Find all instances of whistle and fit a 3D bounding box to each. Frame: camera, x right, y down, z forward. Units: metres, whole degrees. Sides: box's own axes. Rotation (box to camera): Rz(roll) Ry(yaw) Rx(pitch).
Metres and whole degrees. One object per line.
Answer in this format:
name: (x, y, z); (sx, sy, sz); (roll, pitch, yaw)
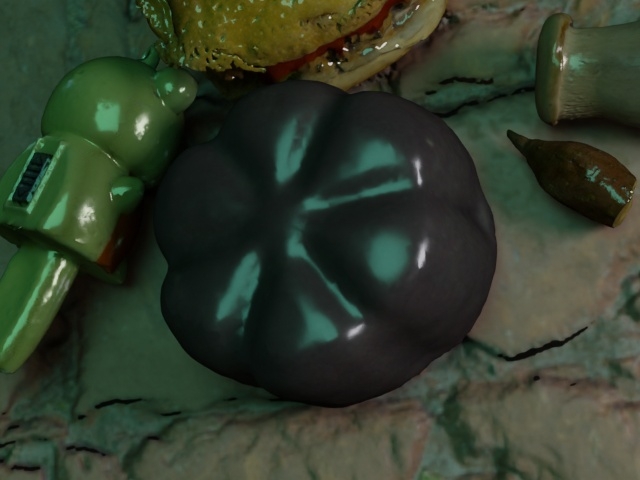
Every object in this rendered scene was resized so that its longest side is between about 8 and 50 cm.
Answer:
whistle: (-0.187, -0.030, 0.986); (0.131, 0.106, 0.288); (10, 71, 39)

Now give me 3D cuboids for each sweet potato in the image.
sweet potato: (0.179, -0.052, 0.915); (0.117, 0.049, 0.049); (37, 86, 31)

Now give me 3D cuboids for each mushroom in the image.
mushroom: (0.270, -0.124, 0.885); (0.247, 0.096, 0.108); (-8, 95, 18)

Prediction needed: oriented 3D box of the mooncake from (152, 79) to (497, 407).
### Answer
mooncake: (0.000, 0.000, 0.911); (0.245, 0.133, 0.245); (-7, 72, 23)

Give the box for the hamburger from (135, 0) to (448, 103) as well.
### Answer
hamburger: (-0.023, -0.218, 0.976); (0.244, 0.163, 0.244); (-5, 76, 20)
